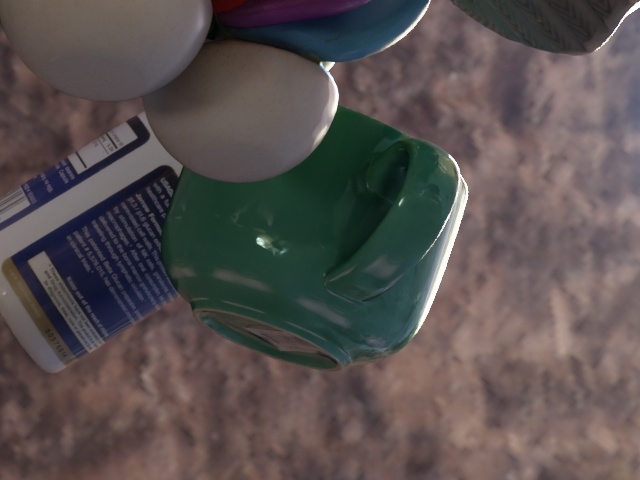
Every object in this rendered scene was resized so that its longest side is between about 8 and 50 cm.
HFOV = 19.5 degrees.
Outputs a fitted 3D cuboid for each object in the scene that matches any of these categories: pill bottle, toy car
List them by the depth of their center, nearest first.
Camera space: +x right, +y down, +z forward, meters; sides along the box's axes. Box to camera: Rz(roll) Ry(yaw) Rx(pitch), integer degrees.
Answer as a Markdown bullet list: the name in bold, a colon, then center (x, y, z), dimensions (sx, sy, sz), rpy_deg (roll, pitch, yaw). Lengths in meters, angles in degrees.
- **toy car**: center (-0.026, -0.120, 0.683), dimensions (0.182, 0.136, 0.159), rpy_deg (32, -127, -49)
- **pill bottle**: center (-0.095, -0.011, 0.975), dimensions (0.169, 0.094, 0.094), rpy_deg (-32, -29, -5)

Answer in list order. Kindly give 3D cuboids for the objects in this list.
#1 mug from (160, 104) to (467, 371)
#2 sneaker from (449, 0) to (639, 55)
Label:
- **mug**: center (-0.008, -0.002, 0.839), dimensions (0.158, 0.129, 0.097), rpy_deg (79, -149, -74)
- **sneaker**: center (0.143, -0.175, 0.726), dimensions (0.180, 0.321, 0.124), rpy_deg (-46, -67, -15)
